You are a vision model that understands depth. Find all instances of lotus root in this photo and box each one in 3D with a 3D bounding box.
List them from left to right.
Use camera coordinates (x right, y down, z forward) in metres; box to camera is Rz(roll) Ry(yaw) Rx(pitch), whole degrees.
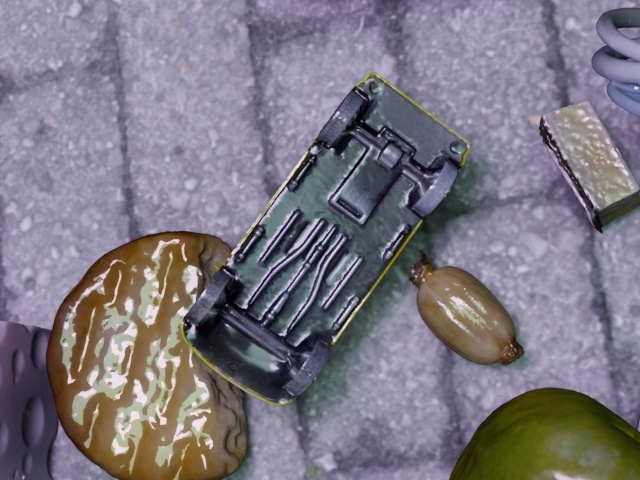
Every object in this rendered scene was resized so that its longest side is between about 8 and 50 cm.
[{"bbox_3d":[0.145,0.074,1.154,0.073,0.062,0.150,-44,76,-5],"label":"lotus root"}]

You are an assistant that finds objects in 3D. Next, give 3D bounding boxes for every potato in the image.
[{"bbox_3d":[0.275,-0.076,1.140,0.061,0.086,0.122,-29,71,8],"label":"potato"}]

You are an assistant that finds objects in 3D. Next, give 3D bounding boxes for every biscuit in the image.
[{"bbox_3d":[-0.183,0.126,1.200,0.213,0.091,0.274,-1,83,9],"label":"biscuit"}]

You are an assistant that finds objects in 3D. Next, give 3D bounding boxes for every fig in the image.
[{"bbox_3d":[0.188,0.269,1.040,0.314,0.233,0.233,-30,76,24],"label":"fig"}]

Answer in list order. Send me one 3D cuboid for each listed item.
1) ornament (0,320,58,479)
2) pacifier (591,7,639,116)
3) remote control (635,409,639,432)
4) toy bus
[{"bbox_3d":[-0.432,0.202,1.163,0.240,0.240,0.239,0,81,12],"label":"ornament"},{"bbox_3d":[0.371,-0.094,1.057,0.244,0.299,0.233,14,113,28],"label":"pacifier"},{"bbox_3d":[0.381,0.124,1.112,0.103,0.034,0.250,12,85,13],"label":"remote control"},{"bbox_3d":[0.000,0.000,1.144,0.144,0.152,0.330,36,89,-4],"label":"toy bus"}]
